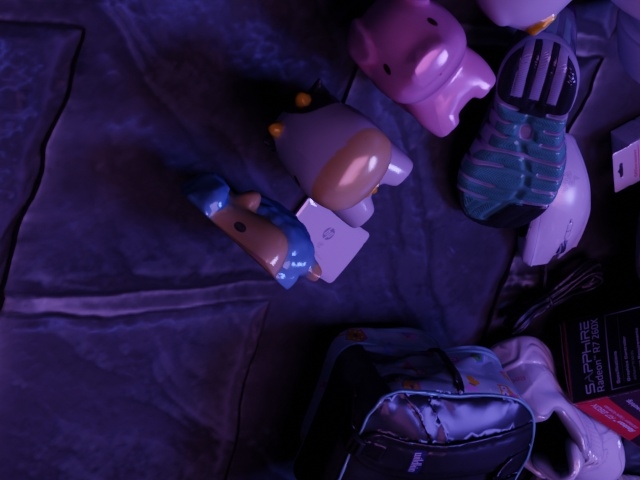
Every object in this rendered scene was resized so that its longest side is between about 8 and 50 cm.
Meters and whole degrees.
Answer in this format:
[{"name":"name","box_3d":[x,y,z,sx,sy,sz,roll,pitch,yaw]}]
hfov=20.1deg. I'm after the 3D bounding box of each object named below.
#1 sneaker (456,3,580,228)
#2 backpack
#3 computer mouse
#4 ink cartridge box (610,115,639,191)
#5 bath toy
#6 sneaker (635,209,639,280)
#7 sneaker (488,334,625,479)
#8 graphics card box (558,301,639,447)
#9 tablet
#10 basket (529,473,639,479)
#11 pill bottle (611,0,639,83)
[{"name":"sneaker","box_3d":[0.171,-0.104,1.477,0.083,0.098,0.224,17,142,0]},{"name":"backpack","box_3d":[0.082,0.162,1.554,0.188,0.144,0.166,6,119,-23]},{"name":"computer mouse","box_3d":[0.206,-0.007,1.593,0.106,0.042,0.193,-23,132,-19]},{"name":"ink cartridge box","box_3d":[0.285,-0.083,1.603,0.083,0.028,0.048,-27,133,-17]},{"name":"bath toy","box_3d":[0.054,-0.127,1.341,0.129,0.151,0.348,43,90,-16]},{"name":"sneaker","box_3d":[0.395,0.008,1.664,0.286,0.130,0.109,12,82,-45]},{"name":"sneaker","box_3d":[0.221,0.190,1.689,0.090,0.115,0.232,-32,135,19]},{"name":"graphics card box","box_3d":[0.435,0.105,1.650,0.370,0.094,0.233,-17,150,28]},{"name":"tablet","box_3d":[0.000,0.000,1.476,0.054,0.006,0.083,-51,136,7]},{"name":"basket","box_3d":[0.313,0.444,1.810,0.266,0.328,0.331,12,114,-36]},{"name":"pill bottle","box_3d":[0.294,-0.278,1.350,0.188,0.188,0.334,-24,132,-19]}]
